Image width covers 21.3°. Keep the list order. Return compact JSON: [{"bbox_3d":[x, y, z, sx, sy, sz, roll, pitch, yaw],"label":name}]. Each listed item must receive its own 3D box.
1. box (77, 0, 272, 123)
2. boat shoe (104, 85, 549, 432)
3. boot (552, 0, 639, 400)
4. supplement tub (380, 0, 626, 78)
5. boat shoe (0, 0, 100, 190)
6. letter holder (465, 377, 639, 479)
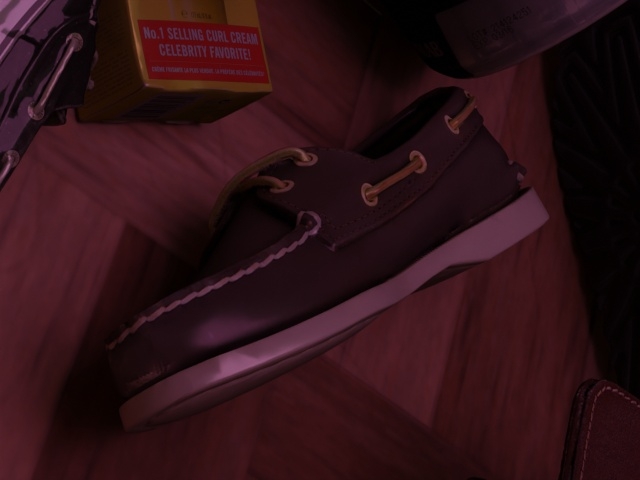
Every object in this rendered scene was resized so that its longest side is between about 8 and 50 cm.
[{"bbox_3d":[-0.092,-0.176,0.852,0.087,0.058,0.232,-1,77,-42],"label":"box"},{"bbox_3d":[0.000,0.000,0.845,0.324,0.117,0.096,-26,90,-50],"label":"boat shoe"},{"bbox_3d":[0.365,-0.015,1.173,0.445,0.146,0.367,1,83,-41],"label":"boot"},{"bbox_3d":[0.059,-0.264,0.936,0.316,0.194,0.193,54,46,-16],"label":"supplement tub"},{"bbox_3d":[-0.140,-0.082,0.760,0.070,0.078,0.219,46,64,-33],"label":"boat shoe"},{"bbox_3d":[0.162,0.236,0.890,0.302,0.152,0.214,40,50,-27],"label":"letter holder"}]
